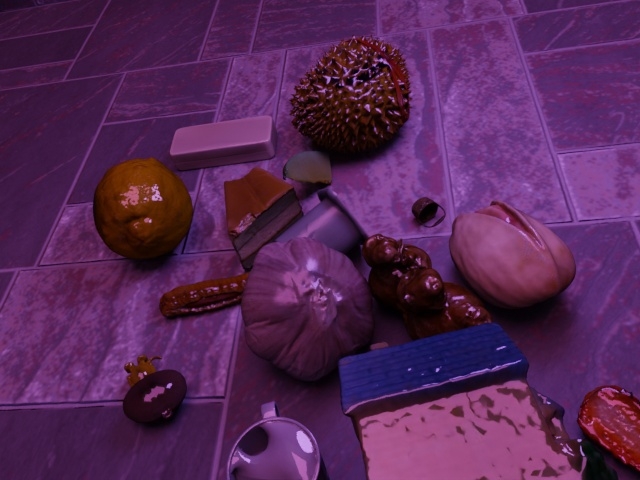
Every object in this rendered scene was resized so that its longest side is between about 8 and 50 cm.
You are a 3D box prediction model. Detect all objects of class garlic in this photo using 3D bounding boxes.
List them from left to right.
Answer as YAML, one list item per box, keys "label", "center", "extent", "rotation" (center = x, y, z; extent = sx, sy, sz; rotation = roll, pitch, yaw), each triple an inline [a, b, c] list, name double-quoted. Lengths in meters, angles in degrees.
- label: "garlic"
  center: [-0.034, 0.144, 1.251]
  extent: [0.318, 0.259, 0.317]
  rotation: [3, 82, -21]

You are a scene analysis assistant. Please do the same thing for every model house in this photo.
- label: "model house"
  center: [0.228, 0.336, 0.963]
  extent: [0.335, 0.382, 0.342]
  rotation: [-15, 50, 1]

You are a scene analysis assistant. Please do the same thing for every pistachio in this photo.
- label: "pistachio"
  center: [0.425, 0.033, 1.280]
  extent: [0.230, 0.229, 0.309]
  rotation: [-24, 40, -7]

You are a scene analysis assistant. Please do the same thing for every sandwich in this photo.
- label: "sandwich"
  center: [-0.195, -0.068, 1.568]
  extent: [0.227, 0.155, 0.198]
  rotation: [-42, 51, -21]

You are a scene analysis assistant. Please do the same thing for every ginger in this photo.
- label: "ginger"
  center: [0.223, 0.110, 1.231]
  extent: [0.152, 0.274, 0.357]
  rotation: [-37, 52, -12]

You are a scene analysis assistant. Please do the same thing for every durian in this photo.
- label: "durian"
  center: [0.100, -0.432, 1.715]
  extent: [0.348, 0.348, 0.384]
  rotation: [39, 95, 36]

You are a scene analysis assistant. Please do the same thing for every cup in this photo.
- label: "cup"
  center: [-0.058, 0.427, 1.074]
  extent: [0.167, 0.202, 0.221]
  rotation: [6, 51, 18]

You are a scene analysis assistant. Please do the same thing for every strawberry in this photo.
- label: "strawberry"
  center: [0.569, 0.362, 1.068]
  extent: [0.121, 0.082, 0.188]
  rotation: [-39, 59, 6]

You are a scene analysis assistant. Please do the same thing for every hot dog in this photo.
- label: "hot dog"
  center: [-0.276, 0.133, 1.473]
  extent: [0.289, 0.068, 0.083]
  rotation: [-14, 41, 3]

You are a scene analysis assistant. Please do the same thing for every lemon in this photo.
- label: "lemon"
  center: [-0.491, -0.093, 1.595]
  extent: [0.286, 0.285, 0.316]
  rotation: [0, 23, 14]

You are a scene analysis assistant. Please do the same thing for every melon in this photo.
- label: "melon"
  center: [-0.042, -0.196, 1.637]
  extent: [0.053, 0.262, 0.114]
  rotation: [-34, 83, 33]

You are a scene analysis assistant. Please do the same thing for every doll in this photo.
- label: "doll"
  center: [-0.379, 0.336, 1.311]
  extent: [0.145, 0.096, 0.188]
  rotation: [-14, 38, -5]

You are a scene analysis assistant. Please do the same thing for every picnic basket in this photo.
- label: "picnic basket"
  center: [0.288, -0.071, 1.508]
  extent: [0.072, 0.072, 0.083]
  rotation: [-31, 51, -13]

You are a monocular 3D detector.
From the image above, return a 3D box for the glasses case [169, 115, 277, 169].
- label: "glasses case"
  center: [-0.312, -0.317, 1.860]
  extent: [0.337, 0.076, 0.144]
  rotation: [-6, 50, 9]

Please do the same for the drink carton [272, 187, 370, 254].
- label: "drink carton"
  center: [0.000, 0.000, 1.450]
  extent: [0.189, 0.185, 0.191]
  rotation: [-45, 13, -7]
